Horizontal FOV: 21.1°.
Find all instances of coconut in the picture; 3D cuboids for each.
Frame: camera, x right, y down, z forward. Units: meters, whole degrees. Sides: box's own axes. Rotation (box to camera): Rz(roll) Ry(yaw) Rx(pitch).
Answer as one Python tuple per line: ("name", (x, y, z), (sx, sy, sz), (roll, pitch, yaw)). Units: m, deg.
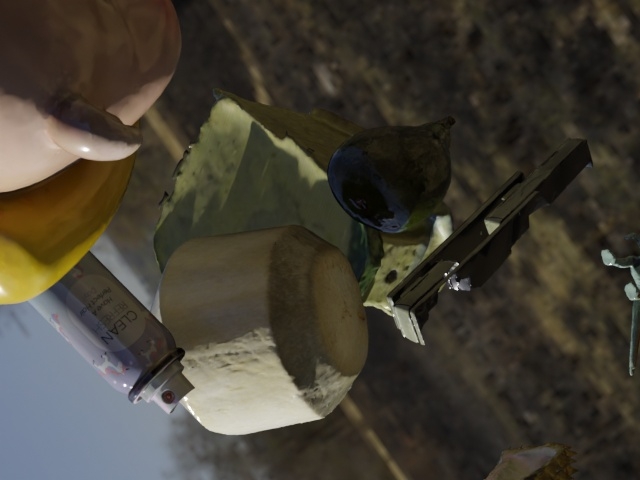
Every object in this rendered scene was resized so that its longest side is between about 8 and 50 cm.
("coconut", (-0.074, 0.089, 1.703), (0.202, 0.222, 0.202), (-10, -90, -69))

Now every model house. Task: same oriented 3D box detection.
("model house", (0.000, 0.000, 2.042), (0.266, 0.261, 0.321), (1, -147, -49))

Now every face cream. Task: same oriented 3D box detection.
("face cream", (-0.206, 0.066, 1.576), (0.229, 0.075, 0.075), (44, 176, 6))

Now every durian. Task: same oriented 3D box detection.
("durian", (0.235, 0.333, 2.033), (0.250, 0.183, 0.138), (-21, -89, -59))

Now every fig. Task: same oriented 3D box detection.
("fig", (0.090, -0.075, 1.772), (0.117, 0.177, 0.117), (17, 122, 30))

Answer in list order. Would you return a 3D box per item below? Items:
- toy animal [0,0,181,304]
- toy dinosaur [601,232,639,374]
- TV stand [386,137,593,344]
("toy animal", (-0.233, -0.158, 1.049), (0.345, 0.277, 0.247), (33, 153, 4))
("toy dinosaur", (0.364, 0.043, 1.868), (0.044, 0.106, 0.187), (-1, 103, 57))
("TV stand", (0.144, -0.005, 1.424), (0.042, 0.249, 0.036), (13, 135, 44))
